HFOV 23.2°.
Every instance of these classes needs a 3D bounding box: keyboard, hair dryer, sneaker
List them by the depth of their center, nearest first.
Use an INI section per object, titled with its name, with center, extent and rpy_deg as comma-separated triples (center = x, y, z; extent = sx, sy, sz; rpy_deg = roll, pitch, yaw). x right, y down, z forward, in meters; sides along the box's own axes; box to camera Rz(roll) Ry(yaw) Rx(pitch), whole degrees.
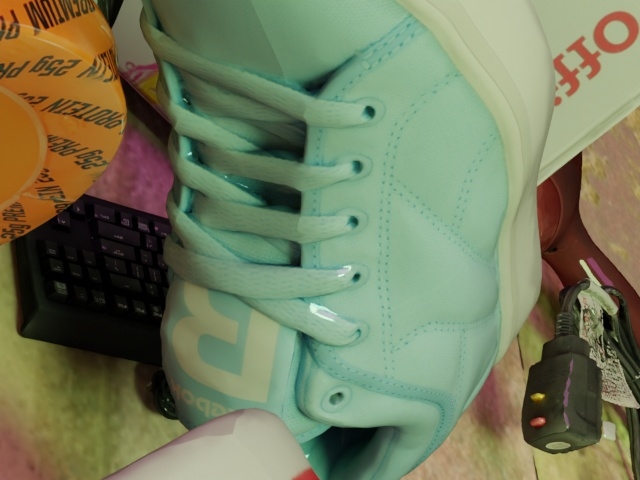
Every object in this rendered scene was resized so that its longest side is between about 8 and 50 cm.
[sneaker]
center = 0.000, 0.000, 0.558
extent = 0.150, 0.135, 0.366
rpy_deg = -60, 151, -20
[keyboard]
center = -0.055, 0.034, 0.696
extent = 0.180, 0.023, 0.108
rpy_deg = 16, 50, -40
[hair dryer]
center = 0.140, 0.019, 0.914
extent = 0.223, 0.080, 0.293
rpy_deg = 33, 43, -52

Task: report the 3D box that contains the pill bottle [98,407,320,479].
[pill bottle]
center = -0.009, 0.225, 0.455
extent = 0.176, 0.176, 0.318
rpy_deg = -21, 77, -54

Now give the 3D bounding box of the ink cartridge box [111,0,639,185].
[ink cartridge box]
center = 0.002, -0.155, 0.737
extent = 0.306, 0.226, 0.131
rpy_deg = 44, 26, -15

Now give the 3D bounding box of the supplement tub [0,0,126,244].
[supplement tub]
center = -0.188, -0.168, 0.552
extent = 0.207, 0.207, 0.338
rpy_deg = 6, 56, -46
